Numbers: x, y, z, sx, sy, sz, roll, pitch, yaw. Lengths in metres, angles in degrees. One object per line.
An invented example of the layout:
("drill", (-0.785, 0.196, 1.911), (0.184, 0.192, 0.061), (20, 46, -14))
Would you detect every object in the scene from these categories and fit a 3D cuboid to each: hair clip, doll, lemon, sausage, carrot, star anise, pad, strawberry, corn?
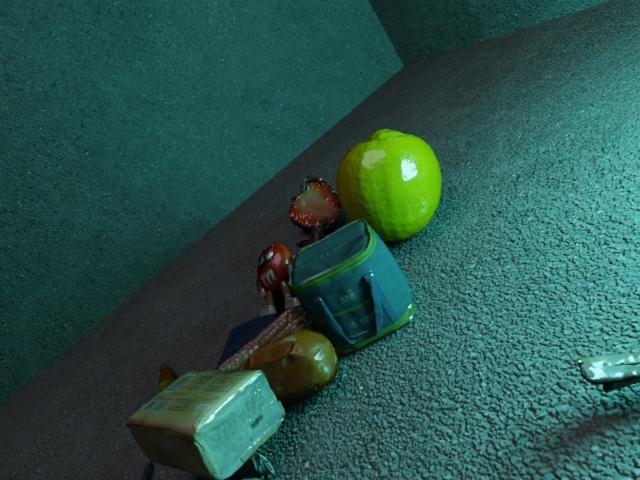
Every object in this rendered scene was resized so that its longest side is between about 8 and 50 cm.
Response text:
("hair clip", (-0.447, 0.650, 1.139), (0.070, 0.039, 0.229), (-46, 23, -13))
("doll", (-0.123, 0.096, 1.249), (0.183, 0.085, 0.218), (-24, 60, 38))
("lemon", (0.211, -0.166, 1.365), (0.347, 0.348, 0.348), (-31, 24, 15))
("sausage", (-0.080, 0.316, 1.090), (0.267, 0.153, 0.141), (-25, -1, 26))
("carrot", (-0.554, 0.485, 1.584), (0.061, 0.061, 0.209), (-44, 19, -15))
("star anise", (0.000, 0.000, 1.664), (0.262, 0.081, 0.230), (-43, 21, 15))
("hair clip", (0.525, 0.162, 0.621), (0.300, 0.069, 0.173), (-19, 29, 15))
("pad", (-0.226, 0.334, 1.450), (0.269, 0.012, 0.269), (-29, 24, 20))
("strawberry", (0.000, -0.120, 1.875), (0.234, 0.137, 0.306), (-53, 47, 10))
("corn", (-0.154, 0.320, 1.250), (0.335, 0.127, 0.127), (-39, 23, 6))

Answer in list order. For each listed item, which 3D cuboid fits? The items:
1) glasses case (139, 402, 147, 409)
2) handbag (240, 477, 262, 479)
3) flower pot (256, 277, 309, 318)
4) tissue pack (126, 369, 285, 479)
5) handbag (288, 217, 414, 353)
("glasses case", (-0.604, 0.587, 1.503), (0.032, 0.021, 0.083), (-38, 23, 4))
("handbag", (-0.193, 0.604, 0.776), (0.315, 0.109, 0.253), (-42, 19, -11))
("flower pot", (-0.101, 0.132, 1.372), (0.235, 0.148, 0.236), (-20, 52, 27))
("tissue pack", (-0.250, 0.441, 1.017), (0.305, 0.239, 0.239), (-15, 31, 41))
("handbag", (0.079, 0.118, 1.124), (0.263, 0.241, 0.222), (-29, 23, 16))
